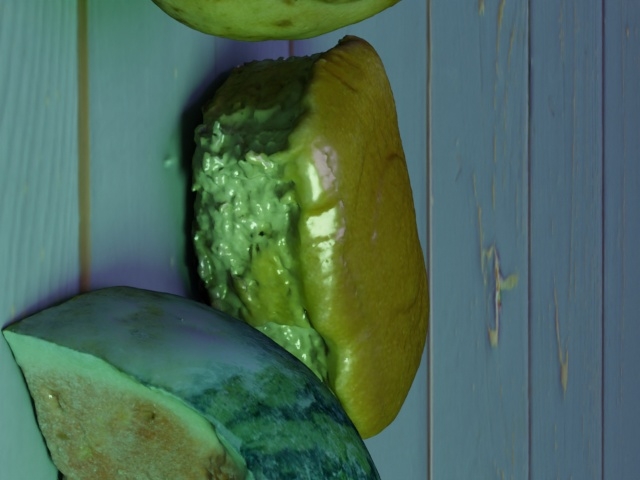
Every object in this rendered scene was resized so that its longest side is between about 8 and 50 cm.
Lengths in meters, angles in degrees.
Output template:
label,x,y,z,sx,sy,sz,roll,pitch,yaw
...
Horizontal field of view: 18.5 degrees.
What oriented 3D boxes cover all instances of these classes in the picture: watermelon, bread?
label,x,y,z,sx,sy,sz,roll,pitch,yaw
watermelon,-0.055,0.132,1.090,0.176,0.256,0.260,-23,131,-16
bread,0.000,0.000,1.238,0.174,0.121,0.245,-53,135,-52

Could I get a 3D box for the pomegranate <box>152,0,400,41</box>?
label,x,y,z,sx,sy,sz,roll,pitch,yaw
pomegranate,-0.020,-0.231,1.053,0.260,0.260,0.260,1,90,-66
